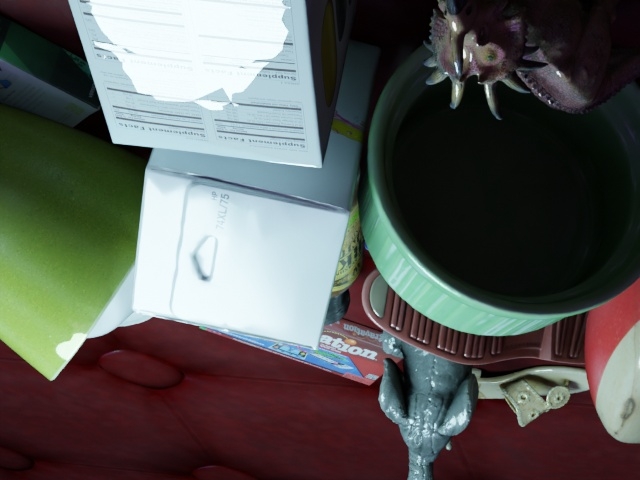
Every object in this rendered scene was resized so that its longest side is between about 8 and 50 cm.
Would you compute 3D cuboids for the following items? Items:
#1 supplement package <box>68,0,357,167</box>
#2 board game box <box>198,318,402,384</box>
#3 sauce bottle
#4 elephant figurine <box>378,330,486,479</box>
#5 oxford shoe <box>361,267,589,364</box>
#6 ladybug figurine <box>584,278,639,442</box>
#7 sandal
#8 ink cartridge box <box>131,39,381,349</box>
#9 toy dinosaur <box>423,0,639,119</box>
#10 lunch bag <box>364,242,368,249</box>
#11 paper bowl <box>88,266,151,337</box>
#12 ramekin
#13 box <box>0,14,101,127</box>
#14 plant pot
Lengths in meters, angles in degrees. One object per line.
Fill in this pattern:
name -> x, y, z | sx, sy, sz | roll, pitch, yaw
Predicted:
supplement package -> -0.083, -0.221, 1.260 | 0.198, 0.199, 0.263 | 7, 152, 7
board game box -> -0.026, 0.139, 2.192 | 0.281, 0.027, 0.145 | 19, 150, -13
sauce bottle -> 0.000, 0.000, 1.838 | 0.111, 0.111, 0.344 | 9, 154, 7
elephant figurine -> 0.154, 0.212, 2.023 | 0.186, 0.239, 0.169 | 33, 146, -34
oxford shoe -> 0.199, 0.093, 1.873 | 0.348, 0.123, 0.130 | 13, 180, -20
ladybug figurine -> 0.417, 0.071, 1.667 | 0.162, 0.305, 0.449 | 52, 161, 23
sandal -> 0.288, 0.236, 2.187 | 0.240, 0.079, 0.088 | -2, 149, 25
ink cartridge box -> -0.063, -0.065, 1.514 | 0.197, 0.270, 0.198 | 12, 133, 0
toy dinosaur -> 0.197, -0.175, 1.328 | 0.295, 0.200, 0.127 | 27, 149, -27
lunch bag -> 0.103, -0.013, 1.809 | 0.065, 0.067, 0.098 | 23, 152, -27
paper bowl -> -0.331, 0.020, 1.933 | 0.284, 0.148, 0.284 | 11, 144, 8
ramekin -> 0.181, -0.051, 1.476 | 0.303, 0.303, 0.148 | 15, 159, -6
box -> -0.433, -0.201, 1.696 | 0.322, 0.058, 0.232 | 26, 149, -27
plant pot -> -0.351, -0.035, 1.674 | 0.293, 0.275, 0.275 | 33, 149, -9
